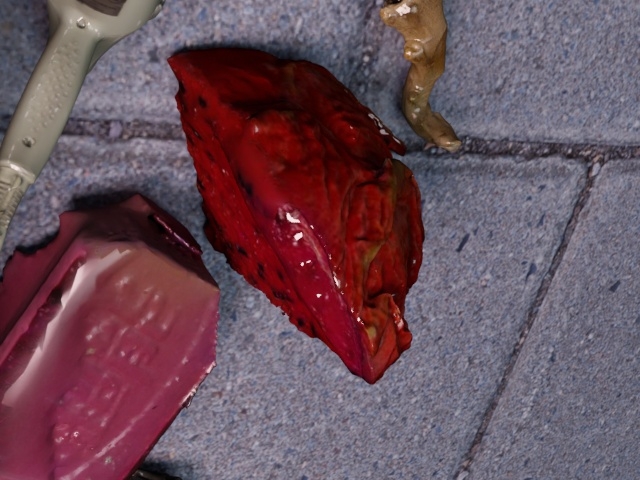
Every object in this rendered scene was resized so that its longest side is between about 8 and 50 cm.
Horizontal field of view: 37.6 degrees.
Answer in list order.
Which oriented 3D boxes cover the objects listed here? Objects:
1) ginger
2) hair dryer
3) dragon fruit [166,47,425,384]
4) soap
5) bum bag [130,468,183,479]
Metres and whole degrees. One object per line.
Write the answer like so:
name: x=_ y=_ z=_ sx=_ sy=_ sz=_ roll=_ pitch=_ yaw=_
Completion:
ginger: x=0.100 y=-0.213 z=0.972 sx=0.089 sy=0.075 sz=0.288 roll=-43 pitch=136 yaw=-35
hair dryer: x=-0.202 y=-0.115 z=0.706 sx=0.092 sy=0.229 sz=0.267 roll=26 pitch=87 yaw=-17
dragon fruit: x=0.000 y=0.000 z=0.924 sx=0.302 sy=0.330 sz=0.240 roll=1 pitch=141 yaw=-39
soap: x=-0.225 y=0.110 z=0.934 sx=0.220 sy=0.127 sz=0.324 roll=26 pitch=102 yaw=-46
bum bag: x=-0.282 y=0.326 z=1.078 sx=0.326 sy=0.079 sz=0.142 roll=2 pitch=123 yaw=-37
